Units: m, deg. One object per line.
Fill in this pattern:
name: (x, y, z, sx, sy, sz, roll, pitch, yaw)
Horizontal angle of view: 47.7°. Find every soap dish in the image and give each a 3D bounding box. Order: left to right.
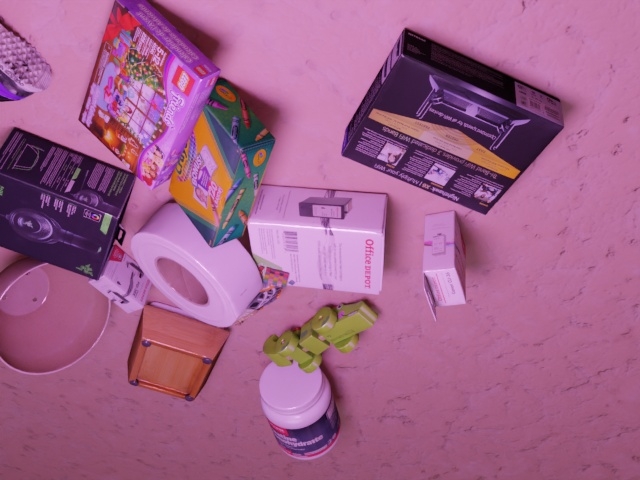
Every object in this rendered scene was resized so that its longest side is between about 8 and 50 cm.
soap dish: (-0.387, 0.303, 1.915, 0.228, 0.118, 0.291, 19, 136, -10)

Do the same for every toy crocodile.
toy crocodile: (-0.006, 0.232, 1.787, 0.340, 0.105, 0.115, -33, 122, 32)

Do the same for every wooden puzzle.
wooden puzzle: (-0.094, 0.079, 1.524, 0.083, 0.006, 0.049, 15, 140, -1)

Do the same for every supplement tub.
supplement tub: (-0.054, 0.452, 1.958, 0.191, 0.191, 0.272, -2, 137, 13)

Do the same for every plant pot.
plant pot: (-0.677, 0.151, 1.727, 0.191, 0.284, 0.284, 24, 152, 42)

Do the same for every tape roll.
tape roll: (-0.266, 0.057, 1.551, 0.286, 0.100, 0.286, 27, 147, 19)

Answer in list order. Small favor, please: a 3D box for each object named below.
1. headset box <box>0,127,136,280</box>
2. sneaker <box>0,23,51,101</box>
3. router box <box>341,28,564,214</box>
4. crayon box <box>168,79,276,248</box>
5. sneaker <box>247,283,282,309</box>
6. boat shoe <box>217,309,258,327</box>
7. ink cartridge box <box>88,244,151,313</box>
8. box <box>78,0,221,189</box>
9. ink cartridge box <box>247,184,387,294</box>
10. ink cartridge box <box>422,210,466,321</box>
headset box: (-0.547, -0.065, 1.532, 0.283, 0.131, 0.246, 22, 137, -14)
sneaker: (-0.626, -0.348, 1.257, 0.146, 0.102, 0.293, -16, 132, 27)
router box: (0.225, -0.197, 1.272, 0.308, 0.081, 0.243, 21, 137, -12)
crayon box: (-0.191, -0.138, 1.354, 0.165, 0.081, 0.278, 51, 142, 22)
sneaker: (-0.121, 0.100, 1.678, 0.083, 0.084, 0.215, 22, 142, -32)
boat shoe: (-0.210, 0.192, 1.808, 0.045, 0.050, 0.135, 41, 130, -23)
ink cartridge box: (-0.469, 0.092, 1.713, 0.056, 0.099, 0.135, -20, 131, 28)
box: (-0.309, -0.253, 1.271, 0.201, 0.057, 0.293, 43, 135, 5)
ink cartridge box: (0.000, 0.000, 1.507, 0.272, 0.115, 0.198, 5, 138, 7)
ink cartridge box: (0.250, 0.052, 1.452, 0.067, 0.198, 0.115, -8, 135, 20)
